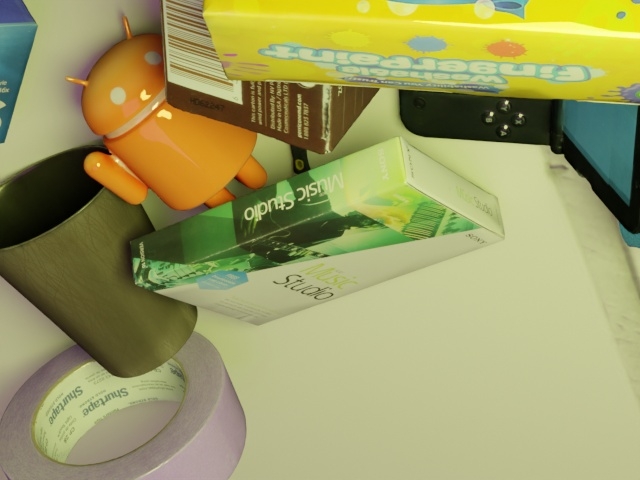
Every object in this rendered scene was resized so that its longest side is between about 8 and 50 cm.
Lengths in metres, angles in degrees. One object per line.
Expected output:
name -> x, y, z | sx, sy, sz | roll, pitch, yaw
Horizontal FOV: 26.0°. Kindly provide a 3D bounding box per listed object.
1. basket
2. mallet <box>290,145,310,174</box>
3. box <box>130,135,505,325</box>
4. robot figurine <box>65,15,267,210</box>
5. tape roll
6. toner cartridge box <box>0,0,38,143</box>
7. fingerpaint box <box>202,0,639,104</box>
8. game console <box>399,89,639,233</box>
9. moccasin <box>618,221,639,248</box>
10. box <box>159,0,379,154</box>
basket -> -0.246, 0.032, 1.530 | 0.204, 0.154, 0.227 | -17, 127, 26
mallet -> -0.021, -0.144, 1.412 | 0.062, 0.039, 0.190 | -2, 132, 18
box -> 0.000, 0.000, 1.430 | 0.322, 0.059, 0.232 | -22, 157, 26
robot figurine -> -0.153, -0.117, 1.398 | 0.158, 0.128, 0.219 | -29, 117, 31
tape roll -> -0.227, 0.218, 1.588 | 0.274, 0.275, 0.090 | -7, 126, 17
toner cartridge box -> -0.459, -0.159, 1.329 | 0.347, 0.075, 0.165 | -10, 141, -36
fingerpaint box -> 0.157, -0.298, 1.005 | 0.444, 0.371, 0.163 | 5, 169, 4
game console -> 0.179, -0.172, 1.247 | 0.250, 0.173, 0.293 | 5, 129, 12
moccasin -> 0.327, -0.145, 1.284 | 0.137, 0.117, 0.342 | 12, 133, 2
box -> -0.022, -0.215, 1.219 | 0.167, 0.203, 0.168 | 18, 135, 19
